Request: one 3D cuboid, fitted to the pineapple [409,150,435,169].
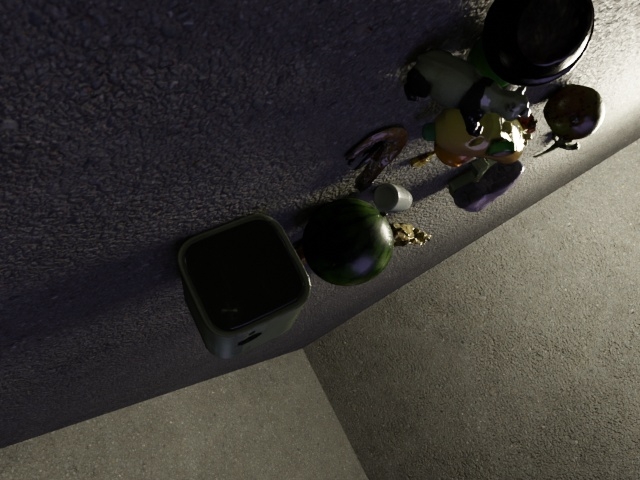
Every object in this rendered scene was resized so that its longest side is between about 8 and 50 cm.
[{"bbox_3d":[0.275,-0.216,1.387,0.083,0.019,0.045,-25,161,-21],"label":"pineapple"}]

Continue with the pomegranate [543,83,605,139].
[{"bbox_3d":[0.732,-0.379,1.460,0.205,0.159,0.159,-48,180,-42],"label":"pomegranate"}]

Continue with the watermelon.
[{"bbox_3d":[0.073,0.004,1.339,0.242,0.242,0.242,-26,164,-8],"label":"watermelon"}]

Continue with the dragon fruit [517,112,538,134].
[{"bbox_3d":[0.490,-0.301,1.362,0.096,0.102,0.147,-17,165,-29],"label":"dragon fruit"}]

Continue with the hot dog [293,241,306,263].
[{"bbox_3d":[0.002,0.003,1.526,0.286,0.061,0.088,-32,167,5],"label":"hot dog"}]

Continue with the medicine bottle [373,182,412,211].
[{"bbox_3d":[0.212,-0.121,1.465,0.080,0.080,0.130,-36,163,24],"label":"medicine bottle"}]

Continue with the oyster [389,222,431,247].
[{"bbox_3d":[0.231,0.022,1.846,0.337,0.133,0.198,-19,164,-23],"label":"oyster"}]

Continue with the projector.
[{"bbox_3d":[-0.187,0.116,1.211,0.249,0.248,0.249,-23,163,-20],"label":"projector"}]

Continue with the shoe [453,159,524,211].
[{"bbox_3d":[0.574,-0.175,1.705,0.245,0.095,0.137,-34,156,19],"label":"shoe"}]

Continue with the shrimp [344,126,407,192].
[{"bbox_3d":[0.114,-0.179,1.177,0.152,0.046,0.219,-17,157,-37],"label":"shrimp"}]

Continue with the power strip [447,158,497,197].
[{"bbox_3d":[0.537,-0.234,1.727,0.216,0.061,0.145,-30,157,2],"label":"power strip"}]

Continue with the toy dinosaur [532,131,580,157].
[{"bbox_3d":[0.870,-0.381,1.894,0.179,0.087,0.187,4,169,38],"label":"toy dinosaur"}]

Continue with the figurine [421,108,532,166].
[{"bbox_3d":[0.369,-0.238,1.206,0.222,0.124,0.324,-8,174,37],"label":"figurine"}]

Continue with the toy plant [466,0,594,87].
[{"bbox_3d":[0.359,-0.352,0.873,0.218,0.175,0.235,-40,-173,18],"label":"toy plant"}]

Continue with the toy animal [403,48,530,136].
[{"bbox_3d":[0.259,-0.263,0.896,0.094,0.225,0.121,-55,165,-3],"label":"toy animal"}]

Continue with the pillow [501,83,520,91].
[{"bbox_3d":[0.421,-0.348,1.173,0.141,0.055,0.208,-39,164,11],"label":"pillow"}]
